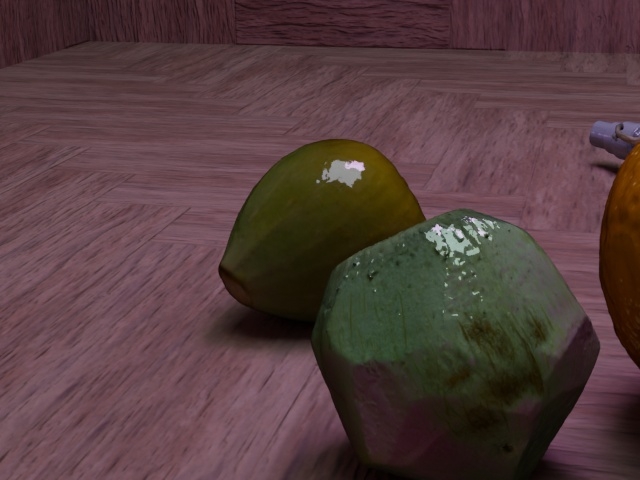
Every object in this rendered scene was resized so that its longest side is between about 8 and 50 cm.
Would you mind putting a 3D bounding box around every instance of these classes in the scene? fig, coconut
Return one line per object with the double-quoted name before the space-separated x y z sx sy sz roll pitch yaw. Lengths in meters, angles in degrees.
"fig" 0.002 -0.002 1.193 0.230 0.207 0.207 -34 18 7
"coconut" 0.107 0.101 0.860 0.236 0.235 0.204 -10 -13 -25

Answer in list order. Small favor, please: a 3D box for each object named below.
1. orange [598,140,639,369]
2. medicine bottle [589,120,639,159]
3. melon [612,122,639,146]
"orange" 0.392 0.027 0.875 0.293 0.340 0.341 -39 34 -20
"medicine bottle" 0.569 -0.138 1.666 0.110 0.110 0.352 -12 22 -30
"melon" 0.557 -0.103 1.349 0.308 0.271 0.272 -7 18 7
